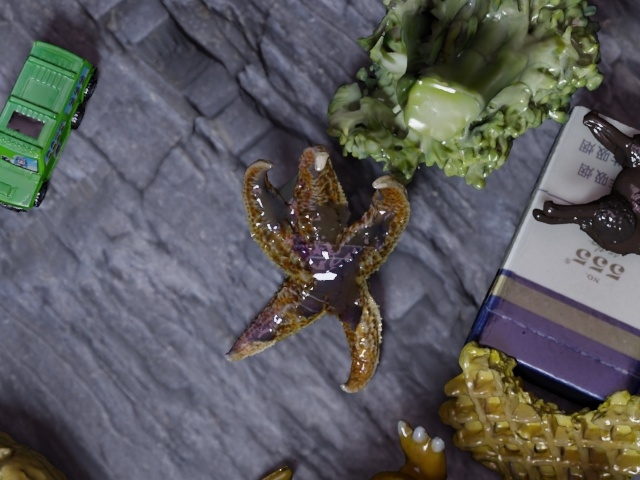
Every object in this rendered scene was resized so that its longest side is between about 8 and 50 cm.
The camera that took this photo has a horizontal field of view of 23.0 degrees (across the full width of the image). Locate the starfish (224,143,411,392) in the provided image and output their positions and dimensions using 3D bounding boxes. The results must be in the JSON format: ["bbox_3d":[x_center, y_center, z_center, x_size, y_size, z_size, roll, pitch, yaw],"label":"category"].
[{"bbox_3d":[-0.002,0.029,1.449,0.216,0.071,0.238,-23,100,16],"label":"starfish"}]

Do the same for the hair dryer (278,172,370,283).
[{"bbox_3d":[0.000,0.000,1.497,0.063,0.038,0.124,-44,90,-8],"label":"hair dryer"}]

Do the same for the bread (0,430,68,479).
[{"bbox_3d":[-0.319,0.279,1.376,0.244,0.134,0.244,1,75,-3],"label":"bread"}]

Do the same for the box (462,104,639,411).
[{"bbox_3d":[0.259,0.022,1.477,0.168,0.071,0.259,25,79,4],"label":"box"}]

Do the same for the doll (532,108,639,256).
[{"bbox_3d":[0.293,-0.046,1.430,0.165,0.057,0.139,26,74,0],"label":"doll"}]

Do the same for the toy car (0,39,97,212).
[{"bbox_3d":[-0.273,-0.110,1.495,0.071,0.062,0.165,22,78,3],"label":"toy car"}]

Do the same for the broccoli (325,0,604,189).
[{"bbox_3d":[0.113,-0.163,1.412,0.263,0.243,0.247,-8,111,17],"label":"broccoli"}]

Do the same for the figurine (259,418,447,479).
[{"bbox_3d":[0.065,0.367,1.270,0.401,0.268,0.387,37,56,4],"label":"figurine"}]

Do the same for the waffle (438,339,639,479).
[{"bbox_3d":[0.206,0.163,1.421,0.194,0.149,0.051,27,36,9],"label":"waffle"}]
